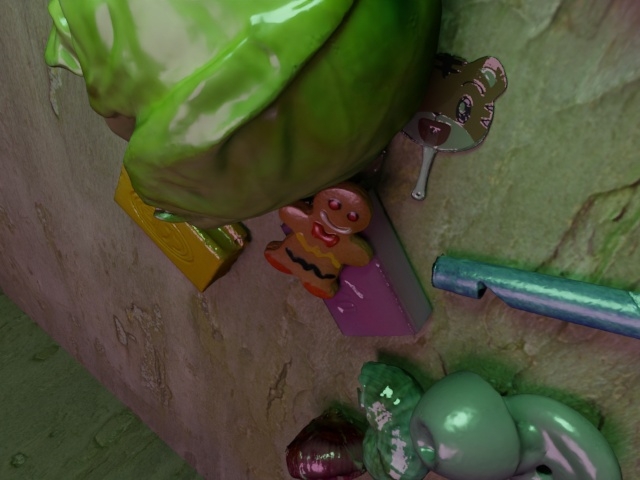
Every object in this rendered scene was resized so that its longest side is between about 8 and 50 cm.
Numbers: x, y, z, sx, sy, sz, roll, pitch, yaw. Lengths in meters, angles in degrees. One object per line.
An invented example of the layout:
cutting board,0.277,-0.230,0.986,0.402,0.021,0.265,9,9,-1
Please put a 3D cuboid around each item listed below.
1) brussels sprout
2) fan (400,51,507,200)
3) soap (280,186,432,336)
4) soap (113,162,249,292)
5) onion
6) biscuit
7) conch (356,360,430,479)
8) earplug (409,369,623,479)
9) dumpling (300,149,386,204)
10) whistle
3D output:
brussels sprout,-0.060,-0.238,0.516,0.362,0.342,0.424,-9,116,30
fan,0.158,-0.150,0.649,0.153,0.008,0.226,24,133,24
soap,0.063,0.051,0.831,0.181,0.081,0.259,-10,113,45
soap,-0.326,-0.052,1.075,0.324,0.096,0.204,46,140,3
onion,0.023,0.496,1.148,0.230,0.230,0.163,-7,80,44
biscuit,0.000,0.000,0.736,0.166,0.036,0.250,33,137,-3
conch,0.156,0.385,0.950,0.196,0.220,0.277,-36,123,14
earplug,0.311,0.343,0.773,0.326,0.175,0.214,20,128,13
dumpling,-0.046,-0.136,0.778,0.333,0.086,0.165,22,101,28
whistle,0.309,0.074,0.654,0.305,0.062,0.062,13,128,34
